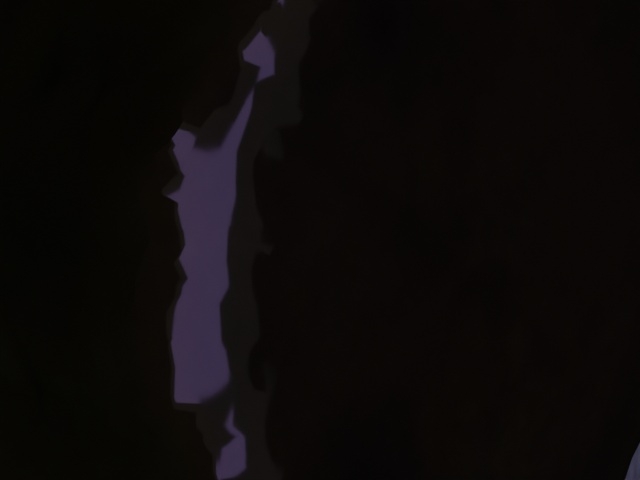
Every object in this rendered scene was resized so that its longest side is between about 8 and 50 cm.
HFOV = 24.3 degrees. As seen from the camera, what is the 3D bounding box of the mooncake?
[{"bbox_3d":[0.000,0.001,0.584,0.324,0.187,0.324,-11,105,-47],"label":"mooncake"}]
